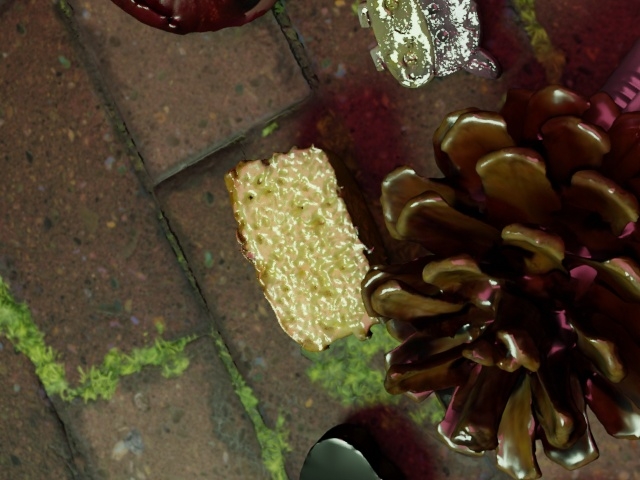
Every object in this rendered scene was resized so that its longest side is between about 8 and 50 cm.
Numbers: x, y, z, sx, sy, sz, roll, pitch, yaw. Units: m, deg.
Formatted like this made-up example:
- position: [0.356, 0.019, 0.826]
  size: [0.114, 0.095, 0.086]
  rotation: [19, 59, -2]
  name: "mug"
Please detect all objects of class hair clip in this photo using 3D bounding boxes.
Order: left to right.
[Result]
- position: [0.110, -0.253, 1.189]
  size: [0.146, 0.056, 0.187]
  rotation: [-8, 103, 31]
  name: "hair clip"

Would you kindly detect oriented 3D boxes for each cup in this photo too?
- position: [0.324, -0.133, 1.103]
  size: [0.095, 0.128, 0.129]
  rotation: [41, 108, 10]
  name: "cup"

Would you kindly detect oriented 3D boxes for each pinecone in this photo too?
- position: [0.186, 0.053, 1.016]
  size: [0.384, 0.384, 0.385]
  rotation: [2, 96, 18]
  name: "pinecone"

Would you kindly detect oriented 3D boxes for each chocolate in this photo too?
- position: [0.042, 0.287, 1.262]
  size: [0.149, 0.080, 0.125]
  rotation: [48, 118, 1]
  name: "chocolate"

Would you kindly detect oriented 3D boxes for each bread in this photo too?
- position: [0.000, 0.000, 1.214]
  size: [0.143, 0.139, 0.229]
  rotation: [-18, 96, 20]
  name: "bread"

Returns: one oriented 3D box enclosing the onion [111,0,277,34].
- position: [-0.142, -0.373, 1.212]
  size: [0.272, 0.195, 0.272]
  rotation: [-7, 119, -13]
  name: "onion"
